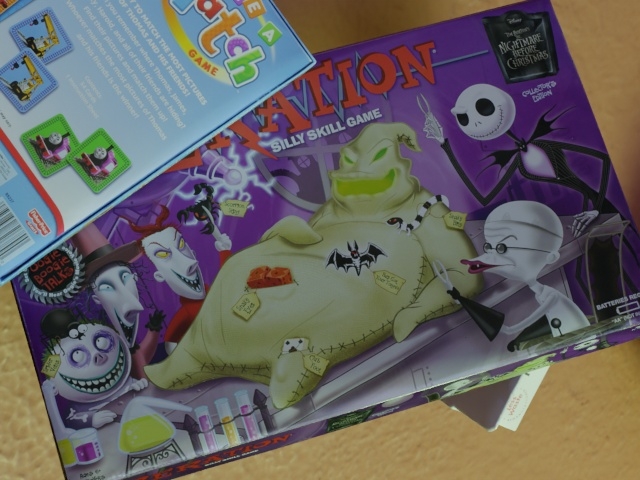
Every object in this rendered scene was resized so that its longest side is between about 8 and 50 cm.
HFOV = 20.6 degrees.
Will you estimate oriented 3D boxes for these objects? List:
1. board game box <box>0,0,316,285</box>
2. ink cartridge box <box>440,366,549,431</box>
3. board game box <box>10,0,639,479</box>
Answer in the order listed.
[{"bbox_3d":[-0.133,-0.100,0.947,0.211,0.039,0.160,-36,92,-14],"label":"board game box"},{"bbox_3d":[0.097,0.048,1.113,0.061,0.181,0.104,23,96,-37],"label":"ink cartridge box"},{"bbox_3d":[0.000,0.000,0.990,0.346,0.208,0.056,-16,161,-11],"label":"board game box"}]
